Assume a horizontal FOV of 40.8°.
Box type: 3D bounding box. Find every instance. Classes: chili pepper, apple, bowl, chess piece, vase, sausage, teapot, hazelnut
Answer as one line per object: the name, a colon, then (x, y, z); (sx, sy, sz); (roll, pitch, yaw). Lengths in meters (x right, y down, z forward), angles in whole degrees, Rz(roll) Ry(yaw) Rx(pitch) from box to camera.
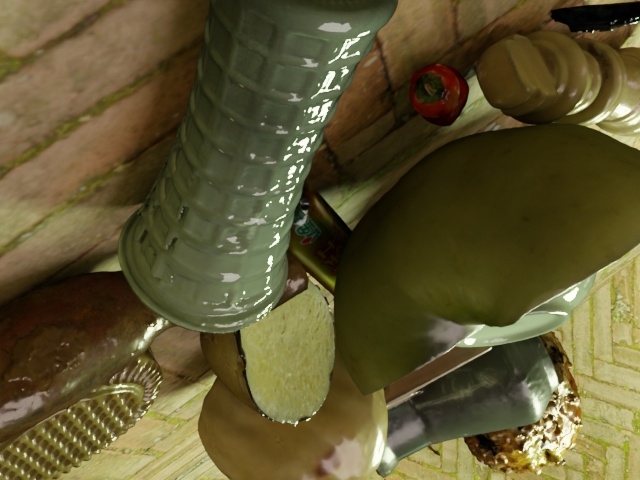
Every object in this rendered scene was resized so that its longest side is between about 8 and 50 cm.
chili pepper: (0.116, -0.142, 0.833); (0.191, 0.050, 0.059); (-7, 109, -73)
apple: (0.199, 0.025, 0.895); (0.360, 0.320, 0.311); (-23, 125, -52)
bowl: (0.246, 0.050, 1.203); (0.307, 0.163, 0.307); (-8, 161, -3)
chess piece: (0.293, -0.177, 0.971); (0.397, 0.117, 0.117); (-7, 146, -52)
vase: (-0.051, -0.073, 0.598); (0.143, 0.143, 0.299); (-22, 153, -34)
sausage: (0.000, 0.000, 0.938); (0.082, 0.082, 0.371); (-37, 160, 3)
teapot: (0.192, 0.228, 1.469); (0.362, 0.305, 0.376); (-30, 166, 1)
hazelnut: (-0.026, 0.236, 1.174); (0.261, 0.261, 0.241); (-28, 128, -23)

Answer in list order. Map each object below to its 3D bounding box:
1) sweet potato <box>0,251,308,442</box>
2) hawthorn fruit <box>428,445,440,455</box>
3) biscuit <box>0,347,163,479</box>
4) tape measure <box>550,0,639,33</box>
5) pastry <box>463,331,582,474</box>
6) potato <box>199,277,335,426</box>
sweet potato: (-0.186, 0.076, 0.748); (0.385, 0.109, 0.109); (-24, 157, -33)
hawthorn fruit: (0.159, 0.346, 1.755); (0.207, 0.243, 0.207); (-34, 163, -12)
biscuit: (-0.275, 0.177, 0.874); (0.259, 0.079, 0.259); (-32, 159, -14)
tape measure: (0.409, -0.310, 0.828); (0.351, 0.215, 0.098); (4, -179, 30)
pastry: (0.383, 0.294, 1.802); (0.292, 0.405, 0.337); (-19, 165, 6)
potato: (-0.078, 0.119, 1.010); (0.117, 0.182, 0.202); (-2, 163, 33)
